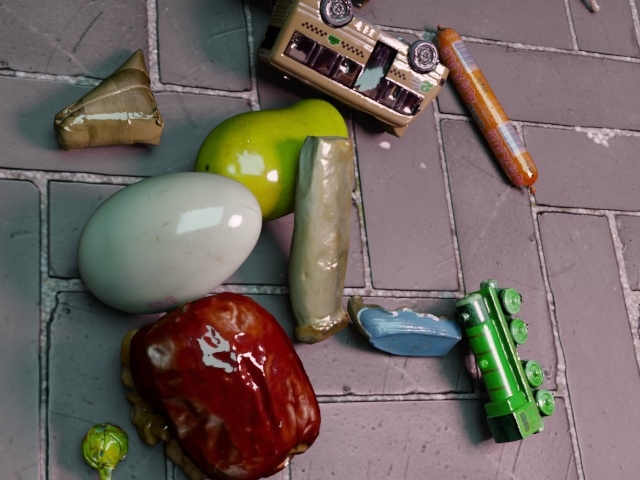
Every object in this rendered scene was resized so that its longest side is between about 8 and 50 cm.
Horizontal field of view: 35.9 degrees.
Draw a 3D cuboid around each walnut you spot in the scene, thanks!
[{"bbox_3d":[-0.139,0.209,1.314,0.244,0.222,0.269,-30,90,3],"label":"walnut"}]

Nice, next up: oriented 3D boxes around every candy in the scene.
[{"bbox_3d":[-0.278,0.336,1.291,0.062,0.058,0.193,-9,79,17],"label":"candy"}]

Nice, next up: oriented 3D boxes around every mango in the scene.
[{"bbox_3d":[-0.066,-0.127,1.512,0.293,0.143,0.175,-33,83,-40],"label":"mango"}]

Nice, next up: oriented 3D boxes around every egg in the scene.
[{"bbox_3d":[-0.205,-0.001,1.351,0.264,0.183,0.182,-23,77,7],"label":"egg"}]

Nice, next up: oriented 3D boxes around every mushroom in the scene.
[{"bbox_3d":[0.000,0.000,1.448,0.100,0.081,0.312,-15,111,-57],"label":"mushroom"}]

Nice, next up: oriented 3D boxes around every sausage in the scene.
[{"bbox_3d":[0.291,-0.234,1.746,0.053,0.053,0.347,-23,79,-28],"label":"sausage"}]

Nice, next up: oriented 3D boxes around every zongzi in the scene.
[{"bbox_3d":[-0.326,-0.217,1.477,0.160,0.078,0.176,-6,62,-24],"label":"zongzi"}]

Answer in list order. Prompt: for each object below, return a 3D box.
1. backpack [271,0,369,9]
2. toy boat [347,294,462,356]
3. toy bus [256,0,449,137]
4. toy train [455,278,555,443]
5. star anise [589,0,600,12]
[{"bbox_3d":[-0.001,-0.564,1.591,0.354,0.378,0.201,-9,37,-18],"label":"backpack"},{"bbox_3d":[0.128,0.127,1.522,0.186,0.075,0.077,6,49,-22],"label":"toy boat"},{"bbox_3d":[0.052,-0.290,1.595,0.290,0.139,0.157,23,97,-22],"label":"toy bus"},{"bbox_3d":[0.280,0.186,1.528,0.119,0.085,0.251,-17,85,-46],"label":"toy train"},{"bbox_3d":[0.506,-0.578,1.960,0.230,0.081,0.262,-10,71,-36],"label":"star anise"}]
